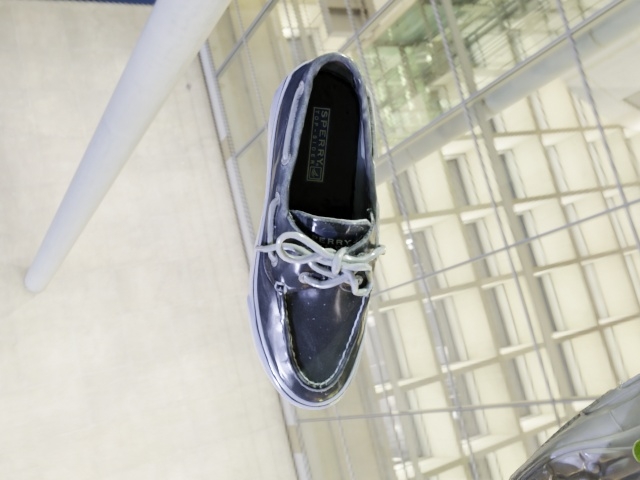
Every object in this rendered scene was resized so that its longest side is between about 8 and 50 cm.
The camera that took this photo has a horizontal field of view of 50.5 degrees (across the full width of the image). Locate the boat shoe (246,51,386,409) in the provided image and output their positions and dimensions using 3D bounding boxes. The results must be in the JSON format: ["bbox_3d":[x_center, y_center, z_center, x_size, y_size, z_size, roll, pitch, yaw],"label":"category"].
[{"bbox_3d":[0.004,0.000,0.571,0.113,0.105,0.307,6,-87,-13],"label":"boat shoe"}]

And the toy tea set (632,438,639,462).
[{"bbox_3d":[0.205,0.155,0.361,0.336,0.124,0.200,19,-127,-62],"label":"toy tea set"}]

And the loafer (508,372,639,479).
[{"bbox_3d":[0.337,0.207,0.717,0.112,0.319,0.111,52,-157,-2],"label":"loafer"}]
